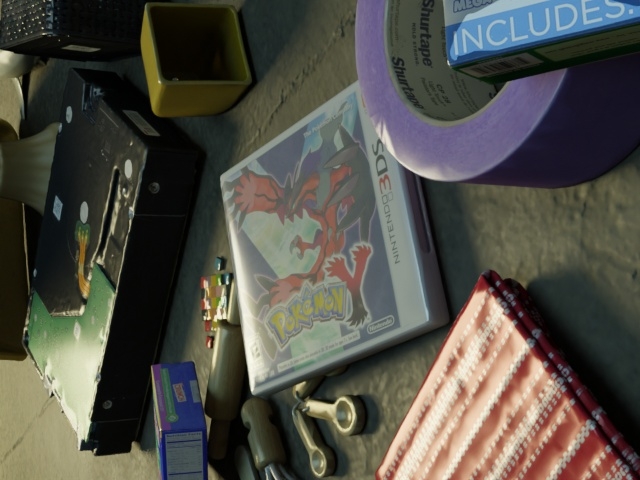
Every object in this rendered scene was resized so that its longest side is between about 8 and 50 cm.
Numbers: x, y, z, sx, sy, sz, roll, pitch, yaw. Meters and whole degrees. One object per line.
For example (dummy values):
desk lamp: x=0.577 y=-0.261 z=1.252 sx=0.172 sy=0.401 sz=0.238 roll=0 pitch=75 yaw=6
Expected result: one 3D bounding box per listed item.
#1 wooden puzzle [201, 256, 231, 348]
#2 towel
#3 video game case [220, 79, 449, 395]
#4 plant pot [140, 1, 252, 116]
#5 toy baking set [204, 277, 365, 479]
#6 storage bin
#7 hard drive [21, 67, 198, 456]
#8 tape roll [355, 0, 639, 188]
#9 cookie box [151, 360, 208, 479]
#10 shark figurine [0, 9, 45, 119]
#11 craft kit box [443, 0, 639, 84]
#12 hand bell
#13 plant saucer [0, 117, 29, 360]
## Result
wooden puzzle: x=-0.092 y=0.056 z=0.942 sx=0.049 sy=0.006 sz=0.083 roll=-12 pitch=79 yaw=57
towel: x=0.125 y=0.176 z=0.580 sx=0.275 sy=0.031 sz=0.199 roll=59 pitch=137 yaw=42
video game case: x=0.000 y=0.000 z=0.765 sx=0.201 sy=0.023 sz=0.184 roll=-29 pitch=64 yaw=46
plant pot: x=-0.116 y=-0.149 z=0.924 sx=0.083 sy=0.081 sz=0.082 roll=130 pitch=131 yaw=-58
toy baking set: x=-0.041 y=0.150 z=0.837 sx=0.196 sy=0.030 sz=0.256 roll=35 pitch=118 yaw=52
storage bin: x=-0.246 y=-0.235 z=1.085 sx=0.180 sy=0.122 sz=0.084 roll=8 pitch=95 yaw=57
hard drive: x=-0.227 y=0.019 z=1.100 sx=0.237 sy=0.064 sz=0.339 roll=41 pitch=122 yaw=50
tape roll: x=0.103 y=-0.124 z=0.580 sx=0.189 sy=0.080 sz=0.189 roll=-6 pitch=83 yaw=57
cookie box: x=-0.120 y=0.173 z=0.907 sx=0.092 sy=0.040 sz=0.107 roll=-113 pitch=22 yaw=-58
shark figurine: x=-0.410 y=-0.256 z=1.353 sx=0.278 sy=0.116 sz=0.166 roll=-19 pitch=74 yaw=57
craft kit box: x=0.161 y=-0.209 z=0.430 sx=0.249 sy=0.061 sz=0.247 roll=-7 pitch=84 yaw=32
hand bell: x=-0.427 y=-0.088 z=1.251 sx=0.126 sy=0.242 sz=0.126 roll=-4 pitch=85 yaw=56
plant saucer: x=-0.509 y=-0.017 z=1.294 sx=0.081 sy=0.333 sz=0.333 roll=-14 pitch=75 yaw=28
